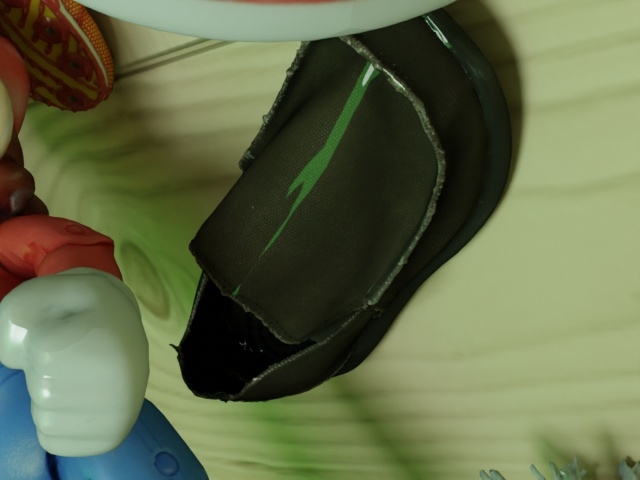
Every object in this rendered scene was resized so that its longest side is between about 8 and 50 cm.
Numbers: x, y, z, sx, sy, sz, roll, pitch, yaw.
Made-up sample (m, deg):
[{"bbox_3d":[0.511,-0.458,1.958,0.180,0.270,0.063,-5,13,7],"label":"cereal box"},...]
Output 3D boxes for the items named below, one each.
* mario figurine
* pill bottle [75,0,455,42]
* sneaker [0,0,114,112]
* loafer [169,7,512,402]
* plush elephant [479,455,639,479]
[{"bbox_3d":[-0.151,0.049,0.617,0.321,0.198,0.170,56,-172,12],"label":"mario figurine"},{"bbox_3d":[-0.009,-0.199,0.359,0.161,0.161,0.283,36,142,28],"label":"pill bottle"},{"bbox_3d":[-0.140,-0.128,0.689,0.064,0.067,0.175,-23,115,37],"label":"sneaker"},{"bbox_3d":[0.000,0.000,0.592,0.080,0.078,0.220,44,145,17],"label":"loafer"},{"bbox_3d":[0.107,0.214,0.456,0.330,0.271,0.255,67,-167,10],"label":"plush elephant"}]
